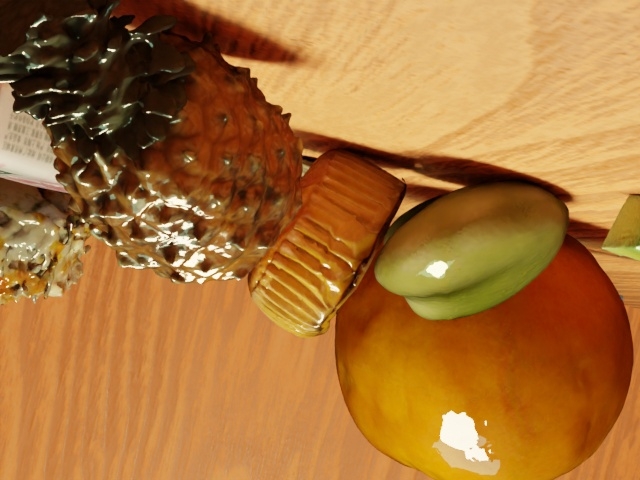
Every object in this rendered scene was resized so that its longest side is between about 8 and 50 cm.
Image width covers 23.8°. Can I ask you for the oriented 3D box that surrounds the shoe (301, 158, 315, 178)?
[{"bbox_3d":[-0.033,-0.037,1.721,0.228,0.112,0.099,15,178,41],"label":"shoe"}]

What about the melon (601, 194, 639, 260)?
[{"bbox_3d":[0.314,0.008,1.273,0.209,0.064,0.118,20,180,-44],"label":"melon"}]

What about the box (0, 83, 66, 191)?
[{"bbox_3d":[-0.317,-0.117,1.661,0.190,0.112,0.370,14,180,24],"label":"box"}]

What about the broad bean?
[{"bbox_3d":[0.141,0.009,1.412,0.189,0.121,0.263,-17,178,-1],"label":"broad bean"}]

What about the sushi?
[{"bbox_3d":[-0.469,-0.056,1.908,0.418,0.175,0.417,24,-158,-10],"label":"sushi"}]

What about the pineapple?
[{"bbox_3d":[-0.122,-0.077,0.914,0.158,0.157,0.279,13,165,30],"label":"pineapple"}]

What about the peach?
[{"bbox_3d":[0.180,0.111,1.710,0.343,0.301,0.343,-6,-170,1],"label":"peach"}]

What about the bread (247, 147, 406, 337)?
[{"bbox_3d":[0.000,0.001,1.475,0.104,0.199,0.199,31,178,1],"label":"bread"}]

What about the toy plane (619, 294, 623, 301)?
[{"bbox_3d":[0.268,0.045,1.986,0.254,0.105,0.271,15,179,8],"label":"toy plane"}]
